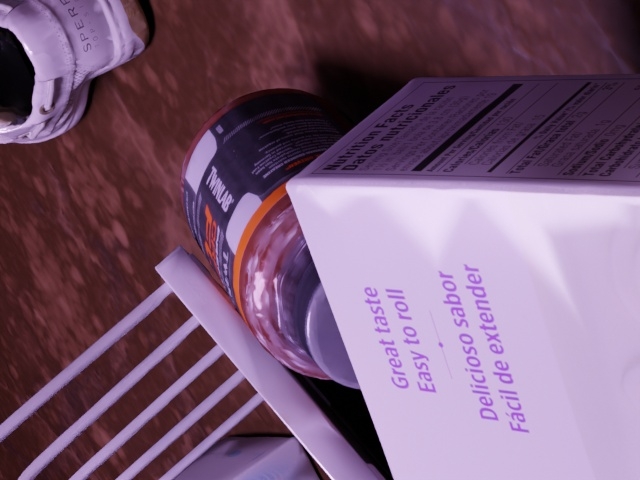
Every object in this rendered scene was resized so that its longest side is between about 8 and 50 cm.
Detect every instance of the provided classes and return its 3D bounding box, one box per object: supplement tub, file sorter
[{"bbox_3d":[0.000,0.000,0.897,0.198,0.106,0.106,-128,17,-64],"label":"supplement tub"},{"bbox_3d":[-0.048,0.161,1.032,0.193,0.173,0.277,48,177,19],"label":"file sorter"}]

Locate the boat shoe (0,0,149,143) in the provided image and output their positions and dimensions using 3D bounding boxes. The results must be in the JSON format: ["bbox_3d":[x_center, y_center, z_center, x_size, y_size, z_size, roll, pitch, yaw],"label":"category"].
[{"bbox_3d":[-0.203,-0.113,1.201,0.098,0.096,0.277,58,154,-1],"label":"boat shoe"}]

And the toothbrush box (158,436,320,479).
[{"bbox_3d":[-0.056,0.311,1.273,0.295,0.216,0.126,63,153,-7],"label":"toothbrush box"}]

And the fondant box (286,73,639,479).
[{"bbox_3d":[0.170,0.064,0.655,0.330,0.096,0.238,4,124,42],"label":"fondant box"}]
